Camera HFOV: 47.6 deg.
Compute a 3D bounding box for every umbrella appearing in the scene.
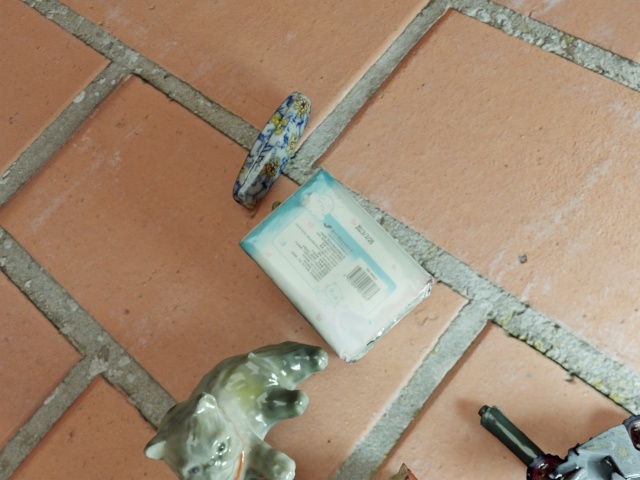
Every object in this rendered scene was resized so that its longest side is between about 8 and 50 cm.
[{"bbox_3d":[0.289,0.299,1.084,0.036,0.031,0.133,-29,55,-28],"label":"umbrella"}]

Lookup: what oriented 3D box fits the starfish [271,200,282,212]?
[{"bbox_3d":[0.001,-0.002,1.309,0.138,0.050,0.247,-28,63,0],"label":"starfish"}]

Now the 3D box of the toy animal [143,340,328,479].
[{"bbox_3d":[-0.130,0.251,1.118,0.308,0.188,0.266,-44,26,-4],"label":"toy animal"}]

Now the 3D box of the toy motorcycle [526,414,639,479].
[{"bbox_3d":[0.399,0.327,1.007,0.215,0.080,0.122,-20,52,-10],"label":"toy motorcycle"}]

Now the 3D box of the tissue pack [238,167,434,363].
[{"bbox_3d":[0.028,0.042,1.198,0.201,0.124,0.271,-44,75,3],"label":"tissue pack"}]

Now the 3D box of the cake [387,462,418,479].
[{"bbox_3d":[0.149,0.435,1.057,0.086,0.117,0.220,-32,93,3],"label":"cake"}]

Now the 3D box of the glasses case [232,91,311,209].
[{"bbox_3d":[-0.092,-0.175,1.398,0.065,0.087,0.248,27,74,13],"label":"glasses case"}]
